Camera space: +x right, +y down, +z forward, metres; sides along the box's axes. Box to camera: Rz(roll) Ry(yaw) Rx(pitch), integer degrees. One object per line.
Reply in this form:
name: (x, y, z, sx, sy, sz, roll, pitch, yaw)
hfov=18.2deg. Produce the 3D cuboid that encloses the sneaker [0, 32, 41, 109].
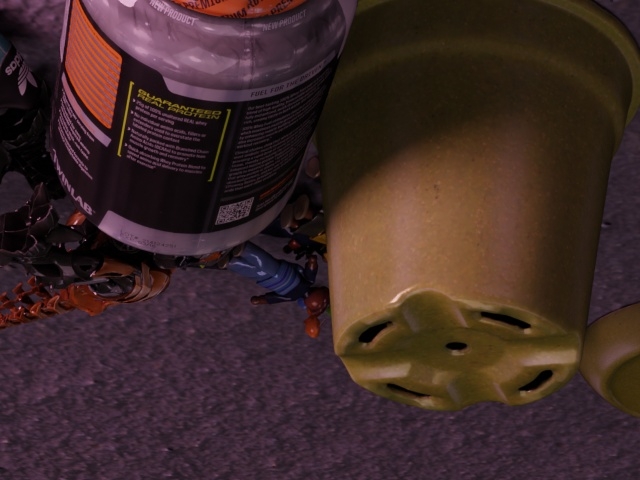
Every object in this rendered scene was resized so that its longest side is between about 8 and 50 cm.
sneaker: (-0.341, -0.067, 1.572, 0.121, 0.108, 0.302, 37, 127, -23)

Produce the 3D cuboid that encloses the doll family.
doll family: (0.000, 0.000, 1.724, 0.111, 0.076, 0.193, 26, 145, -32)

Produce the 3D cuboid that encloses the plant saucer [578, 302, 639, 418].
plant saucer: (0.366, 0.126, 1.928, 0.241, 0.037, 0.241, 4, 150, 2)

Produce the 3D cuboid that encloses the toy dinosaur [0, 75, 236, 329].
toy dinosaur: (-0.172, -0.006, 1.624, 0.218, 0.164, 0.322, 26, 110, -40)

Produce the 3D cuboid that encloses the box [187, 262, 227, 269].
box: (-0.134, -0.029, 1.737, 0.116, 0.029, 0.162, 5, 148, -1)

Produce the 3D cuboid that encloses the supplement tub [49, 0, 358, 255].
supplement tub: (-0.082, -0.140, 1.378, 0.194, 0.193, 0.316, 9, 150, -8)

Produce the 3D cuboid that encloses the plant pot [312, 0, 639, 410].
plant pot: (0.107, -0.019, 1.500, 0.276, 0.253, 0.276, 3, 150, 2)

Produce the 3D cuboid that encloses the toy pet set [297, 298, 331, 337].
toy pet set: (0.055, 0.081, 1.851, 0.122, 0.114, 0.065, 17, 122, -24)
